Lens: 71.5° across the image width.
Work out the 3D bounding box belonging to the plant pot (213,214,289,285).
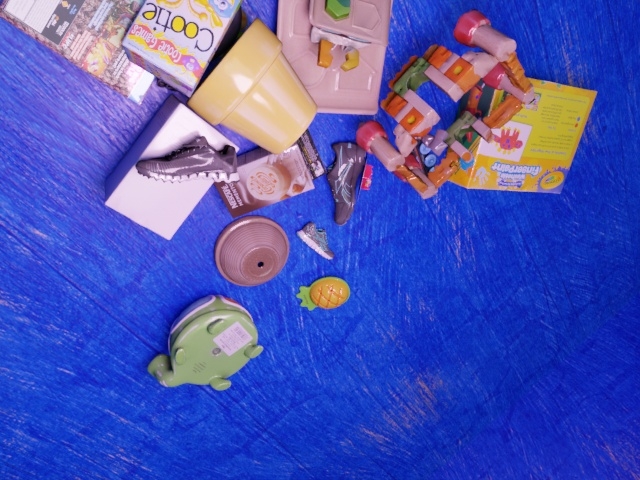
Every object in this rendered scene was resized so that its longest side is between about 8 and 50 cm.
[{"bbox_3d":[-0.196,0.050,1.357,0.237,0.110,0.237,-11,118,-22],"label":"plant pot"}]

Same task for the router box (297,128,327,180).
[{"bbox_3d":[-0.075,-0.247,1.308,0.133,0.046,0.179,-31,123,-8],"label":"router box"}]

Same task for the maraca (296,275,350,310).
[{"bbox_3d":[0.010,0.185,1.533,0.186,0.099,0.127,-16,114,11],"label":"maraca"}]

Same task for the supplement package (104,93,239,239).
[{"bbox_3d":[-0.378,-0.186,1.114,0.177,0.175,0.293,37,94,-35],"label":"supplement package"}]

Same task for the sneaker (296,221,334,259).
[{"bbox_3d":[0.000,0.000,1.457,0.076,0.065,0.166,-51,126,-1],"label":"sneaker"}]

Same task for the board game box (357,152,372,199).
[{"bbox_3d":[0.144,-0.196,1.367,0.033,0.168,0.133,12,117,1],"label":"board game box"}]

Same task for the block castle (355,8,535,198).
[{"bbox_3d":[0.336,-0.365,1.243,0.453,0.213,0.303,-46,141,18],"label":"block castle"}]

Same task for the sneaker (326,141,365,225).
[{"bbox_3d":[0.064,-0.179,1.394,0.106,0.101,0.267,7,108,-10],"label":"sneaker"}]

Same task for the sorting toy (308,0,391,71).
[{"bbox_3d":[0.080,-0.570,1.110,0.229,0.041,0.307,7,83,-23],"label":"sorting toy"}]

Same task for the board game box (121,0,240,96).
[{"bbox_3d":[-0.253,-0.449,0.879,0.142,0.144,0.275,29,90,-21],"label":"board game box"}]

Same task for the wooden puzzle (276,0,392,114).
[{"bbox_3d":[0.027,-0.528,1.208,0.322,0.080,0.347,-5,111,-24],"label":"wooden puzzle"}]

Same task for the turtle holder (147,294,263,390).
[{"bbox_3d":[-0.344,0.312,1.342,0.243,0.227,0.320,22,104,-33],"label":"turtle holder"}]

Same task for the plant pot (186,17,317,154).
[{"bbox_3d":[-0.145,-0.343,1.062,0.239,0.254,0.254,39,93,-23],"label":"plant pot"}]

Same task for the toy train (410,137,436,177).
[{"bbox_3d":[0.325,-0.258,1.477,0.105,0.080,0.184,-32,124,-1],"label":"toy train"}]

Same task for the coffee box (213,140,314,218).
[{"bbox_3d":[-0.158,-0.176,1.234,0.247,0.098,0.141,-21,121,4],"label":"coffee box"}]

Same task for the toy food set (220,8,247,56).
[{"bbox_3d":[-0.245,-0.548,1.085,0.132,0.038,0.192,-16,120,-18],"label":"toy food set"}]

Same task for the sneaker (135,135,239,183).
[{"bbox_3d":[-0.294,-0.186,1.005,0.234,0.078,0.106,-3,112,-30],"label":"sneaker"}]

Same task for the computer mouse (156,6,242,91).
[{"bbox_3d":[-0.262,-0.444,1.031,0.072,0.188,0.272,38,96,-14],"label":"computer mouse"}]

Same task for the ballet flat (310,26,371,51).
[{"bbox_3d":[0.051,-0.519,1.153,0.168,0.057,0.052,5,135,-23],"label":"ballet flat"}]

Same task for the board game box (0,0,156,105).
[{"bbox_3d":[-0.465,-0.480,0.951,0.291,0.141,0.232,32,98,-34],"label":"board game box"}]

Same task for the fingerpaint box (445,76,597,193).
[{"bbox_3d":[0.678,-0.366,1.540,0.445,0.163,0.371,-1,113,-24],"label":"fingerpaint box"}]
